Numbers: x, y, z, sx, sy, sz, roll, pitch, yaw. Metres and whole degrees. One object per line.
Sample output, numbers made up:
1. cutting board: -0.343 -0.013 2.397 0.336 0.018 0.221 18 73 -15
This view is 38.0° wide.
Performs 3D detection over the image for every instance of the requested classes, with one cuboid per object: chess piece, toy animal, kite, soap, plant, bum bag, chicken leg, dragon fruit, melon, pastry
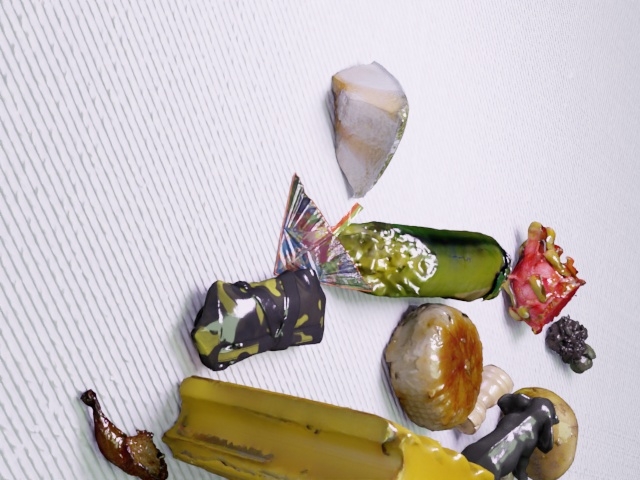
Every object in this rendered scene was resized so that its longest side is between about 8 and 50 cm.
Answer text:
1. chess piece: 0.268 0.270 1.568 0.122 0.066 0.066 -40 120 -38
2. toy animal: 0.314 0.341 1.519 0.245 0.114 0.146 -43 149 -32
3. kite: 0.000 0.000 1.228 0.159 0.010 0.190 -34 94 -22
4. soap: -0.001 0.239 1.012 0.204 0.324 0.096 37 66 -44
5. plant: 0.508 0.215 1.863 0.085 0.087 0.174 -42 133 -2
6. bum bag: -0.070 0.092 1.133 0.232 0.060 0.107 -6 94 -52
7. chicken leg: -0.204 0.213 0.979 0.145 0.037 0.062 50 30 -40
8. dragon fruit: 0.406 0.067 1.700 0.133 0.150 0.208 38 49 -79
9. melon: 0.072 -0.160 1.287 0.093 0.139 0.202 4 88 -30
10. pastry: 0.186 0.192 1.433 0.192 0.093 0.182 60 44 -31

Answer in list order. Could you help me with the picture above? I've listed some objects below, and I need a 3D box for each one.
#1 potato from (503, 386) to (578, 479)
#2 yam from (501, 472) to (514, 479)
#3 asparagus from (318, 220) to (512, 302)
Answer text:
1. potato: 0.398 0.345 1.675 0.137 0.137 0.176 -40 123 -45
2. yam: 0.319 0.395 1.641 0.043 0.043 0.094 -1 88 -52
3. asparagus: 0.143 0.033 1.362 0.382 0.128 0.108 5 127 -50
